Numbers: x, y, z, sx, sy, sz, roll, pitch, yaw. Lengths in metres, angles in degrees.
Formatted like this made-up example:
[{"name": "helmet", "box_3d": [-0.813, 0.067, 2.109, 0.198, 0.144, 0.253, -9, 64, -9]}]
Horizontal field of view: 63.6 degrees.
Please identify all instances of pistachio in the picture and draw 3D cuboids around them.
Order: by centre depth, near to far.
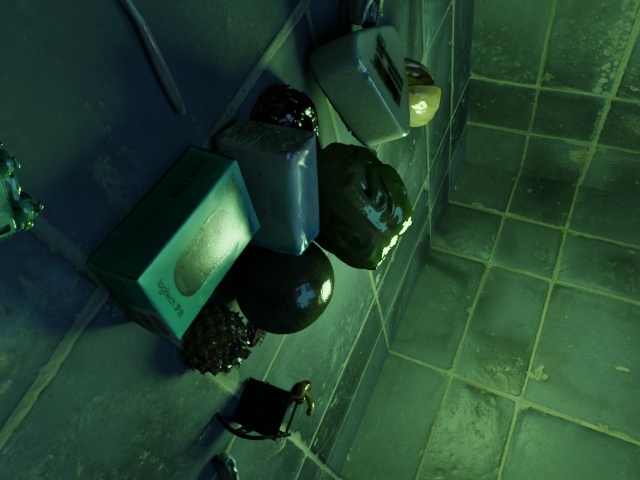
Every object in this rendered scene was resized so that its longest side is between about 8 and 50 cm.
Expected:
[{"name": "pistachio", "box_3d": [0.304, -0.513, 1.828, 0.308, 0.229, 0.230, 6, 100, -63]}]

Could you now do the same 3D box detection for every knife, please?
[{"name": "knife", "box_3d": [-0.258, 0.703, 1.513, 0.040, 0.073, 0.266, -43, 146, -36]}]

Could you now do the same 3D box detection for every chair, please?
[{"name": "chair", "box_3d": [-0.166, 0.485, 1.482, 0.260, 0.154, 0.142, 51, 58, -67]}]

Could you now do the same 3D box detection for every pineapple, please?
[{"name": "pineapple", "box_3d": [-0.216, 0.241, 1.200, 0.161, 0.136, 0.176, 7, 99, -67]}]

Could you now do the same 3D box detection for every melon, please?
[{"name": "melon", "box_3d": [-0.085, 0.103, 1.285, 0.301, 0.237, 0.238, -40, 142, -73]}]

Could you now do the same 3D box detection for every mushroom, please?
[{"name": "mushroom", "box_3d": [-0.062, 0.570, 1.870, 0.088, 0.072, 0.130, 102, -16, -50]}]

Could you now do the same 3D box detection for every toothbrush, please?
[{"name": "toothbrush", "box_3d": [-0.273, -0.323, 0.821, 0.307, 0.025, 0.030, 75, 30, -52]}]

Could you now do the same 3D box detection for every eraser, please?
[{"name": "eraser", "box_3d": [0.110, -0.446, 1.386, 0.331, 0.149, 0.332, 17, 68, -50]}]

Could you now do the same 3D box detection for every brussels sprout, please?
[{"name": "brussels sprout", "box_3d": [0.079, -0.077, 1.283, 0.247, 0.327, 0.328, -54, 151, -27]}]

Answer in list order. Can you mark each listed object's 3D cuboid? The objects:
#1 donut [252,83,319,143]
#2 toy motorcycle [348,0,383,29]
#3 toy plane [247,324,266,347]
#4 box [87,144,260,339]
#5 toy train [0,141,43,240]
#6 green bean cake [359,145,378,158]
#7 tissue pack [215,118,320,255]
[{"name": "donut", "box_3d": [-0.078, -0.258, 1.247, 0.235, 0.089, 0.235, -44, 143, -48]}, {"name": "toy motorcycle", "box_3d": [0.138, -0.751, 1.388, 0.222, 0.107, 0.341, -20, 122, -63]}, {"name": "toy plane", "box_3d": [-0.175, 0.241, 1.433, 0.145, 0.037, 0.060, -64, 146, -13]}, {"name": "box", "box_3d": [-0.254, 0.002, 0.973, 0.312, 0.118, 0.205, -58, 155, -32]}, {"name": "toy train", "box_3d": [-0.411, -0.047, 0.627, 0.099, 0.081, 0.149, -47, 141, -47]}, {"name": "green bean cake", "box_3d": [0.065, -0.211, 1.484, 0.183, 0.184, 0.094, -13, 93, -63]}, {"name": "tissue pack", "box_3d": [-0.109, -0.112, 1.126, 0.124, 0.201, 0.271, -57, 153, -45]}]
